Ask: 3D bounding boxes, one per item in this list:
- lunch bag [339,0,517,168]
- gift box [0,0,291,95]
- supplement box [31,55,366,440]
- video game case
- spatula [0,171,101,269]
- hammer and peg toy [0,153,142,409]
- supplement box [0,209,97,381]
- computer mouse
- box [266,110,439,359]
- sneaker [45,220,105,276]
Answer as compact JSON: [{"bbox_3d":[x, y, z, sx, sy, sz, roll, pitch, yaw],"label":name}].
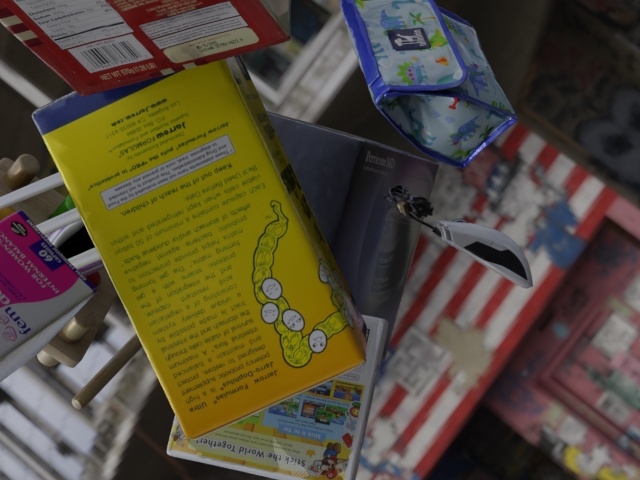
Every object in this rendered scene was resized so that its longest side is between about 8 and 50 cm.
[{"bbox_3d":[0.090,-0.154,1.296,0.151,0.129,0.096,17,-49,-38],"label":"lunch bag"},{"bbox_3d":[-0.166,-0.297,1.245,0.276,0.255,0.258,52,-147,-57],"label":"gift box"},{"bbox_3d":[-0.111,-0.012,1.446,0.195,0.356,0.194,-24,6,5],"label":"supplement box"},{"bbox_3d":[-0.050,0.173,1.669,0.026,0.227,0.206,49,-128,-72],"label":"video game case"},{"bbox_3d":[-0.354,0.009,1.613,0.242,0.168,0.019,-23,-33,-11],"label":"spatula"},{"bbox_3d":[-0.368,0.062,2.073,0.127,0.361,0.266,-42,17,40],"label":"hammer and peg toy"},{"bbox_3d":[-0.321,0.075,1.296,0.114,0.111,0.220,-44,0,29],"label":"supplement box"},{"bbox_3d":[0.166,-0.008,1.615,0.042,0.193,0.106,-60,10,0],"label":"computer mouse"},{"bbox_3d":[0.000,0.000,1.888,0.296,0.183,0.294,6,-81,-66],"label":"box"},{"bbox_3d":[-0.270,-0.021,1.973,0.282,0.102,0.161,-34,5,-32],"label":"sneaker"}]
